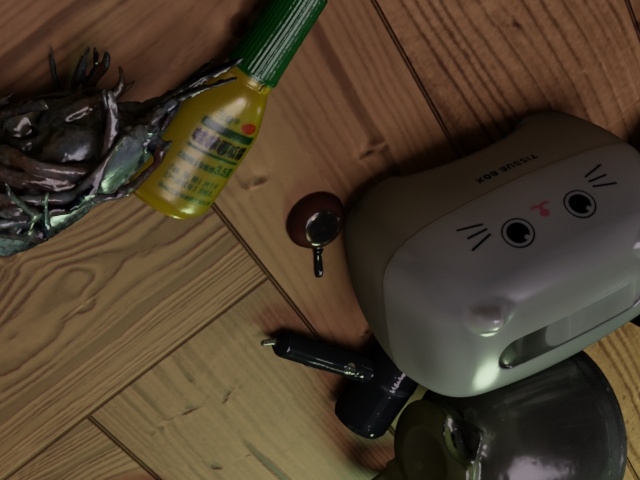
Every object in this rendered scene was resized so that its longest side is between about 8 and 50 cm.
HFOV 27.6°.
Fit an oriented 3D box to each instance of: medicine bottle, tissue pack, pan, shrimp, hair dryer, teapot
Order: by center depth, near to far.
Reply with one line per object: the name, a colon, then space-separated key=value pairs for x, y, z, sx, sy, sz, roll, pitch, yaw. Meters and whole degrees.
shrimp: x=-0.233 y=-0.064 z=1.131 sx=0.372 sy=0.172 sz=0.137 roll=-35 pitch=129 yaw=6
medicine bottle: x=-0.083 y=-0.137 z=1.241 sx=0.095 sy=0.064 sz=0.260 roll=24 pitch=108 yaw=-41
tissue pack: x=0.214 y=0.022 z=1.419 sx=0.333 sy=0.236 sz=0.229 roll=-24 pitch=133 yaw=-16
pan: x=0.000 y=0.001 z=1.422 sx=0.068 sy=0.023 sz=0.115 roll=-21 pitch=131 yaw=-19
hair dryer: x=0.017 y=0.151 z=1.523 sx=0.219 sy=0.071 sz=0.124 roll=22 pitch=110 yaw=-33
teapot: x=0.187 y=0.245 z=1.610 sx=0.239 sy=0.322 sz=0.239 roll=-6 pitch=92 yaw=-32

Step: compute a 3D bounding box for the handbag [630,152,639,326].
handbag: x=0.463 y=-0.022 z=1.508 sx=0.152 sy=0.288 sz=0.342 roll=26 pitch=107 yaw=-39
